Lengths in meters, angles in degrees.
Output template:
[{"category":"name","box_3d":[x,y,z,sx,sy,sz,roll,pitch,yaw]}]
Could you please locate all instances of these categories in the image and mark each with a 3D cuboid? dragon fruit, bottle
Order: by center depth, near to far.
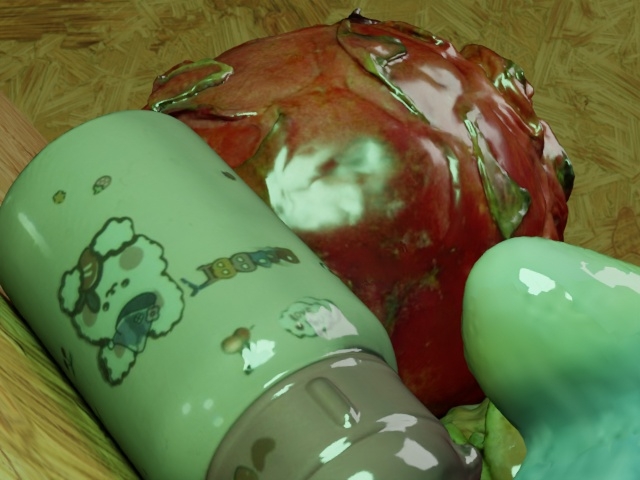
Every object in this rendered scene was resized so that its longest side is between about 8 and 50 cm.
[{"category":"bottle","box_3d":[-0.033,0.051,0.622,0.233,0.110,0.110,46,-3,39]},{"category":"dragon fruit","box_3d":[0.009,-0.003,0.839,0.252,0.241,0.241,0,30,-36]}]

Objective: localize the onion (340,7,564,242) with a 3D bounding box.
[{"category":"onion","box_3d":[0.022,0.017,1.214,0.341,0.341,0.341,47,-3,3]}]

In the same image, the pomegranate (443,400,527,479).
[{"category":"pomegranate","box_3d":[0.105,0.153,0.605,0.159,0.159,0.205,52,14,-57]}]

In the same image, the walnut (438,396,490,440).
[{"category":"walnut","box_3d":[0.125,0.176,0.775,0.245,0.198,0.198,58,-7,-23]}]

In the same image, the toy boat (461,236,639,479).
[{"category":"toy boat","box_3d":[0.154,0.141,0.454,0.330,0.215,0.123,42,-36,-10]}]
